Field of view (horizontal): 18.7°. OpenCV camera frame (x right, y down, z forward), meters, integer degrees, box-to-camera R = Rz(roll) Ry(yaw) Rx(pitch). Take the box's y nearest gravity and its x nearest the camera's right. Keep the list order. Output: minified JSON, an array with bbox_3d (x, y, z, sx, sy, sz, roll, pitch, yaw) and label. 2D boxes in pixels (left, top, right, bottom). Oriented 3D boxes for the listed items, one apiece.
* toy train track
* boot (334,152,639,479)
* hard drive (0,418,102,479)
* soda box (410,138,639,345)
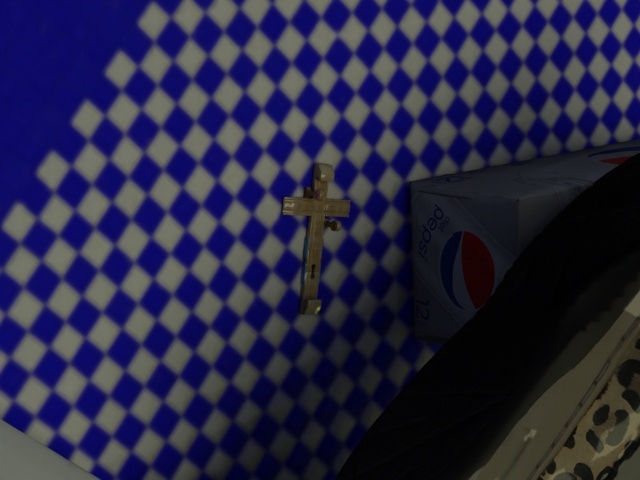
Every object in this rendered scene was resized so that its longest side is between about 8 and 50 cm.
[{"bbox_3d":[0.000,0.000,1.066,0.048,0.014,0.083,1,98,-40],"label":"toy train track"},{"bbox_3d":[0.204,0.124,1.019,0.377,0.138,0.284,-44,110,-29],"label":"boot"},{"bbox_3d":[-0.252,0.132,0.857,0.307,0.040,0.203,38,73,-38],"label":"hard drive"},{"bbox_3d":[0.186,-0.005,1.173,0.286,0.091,0.098,-11,104,-39],"label":"soda box"}]
